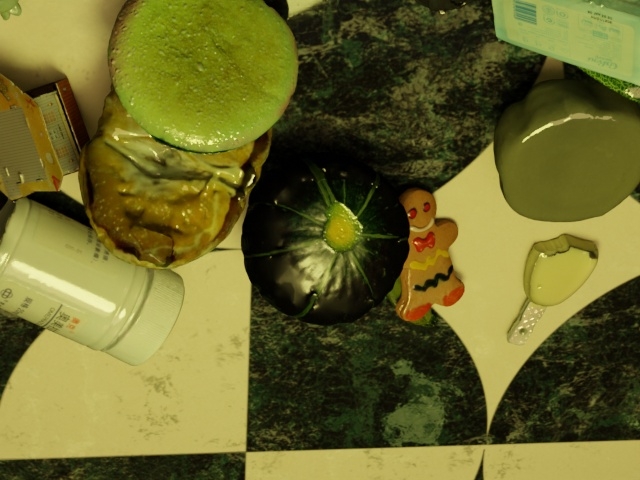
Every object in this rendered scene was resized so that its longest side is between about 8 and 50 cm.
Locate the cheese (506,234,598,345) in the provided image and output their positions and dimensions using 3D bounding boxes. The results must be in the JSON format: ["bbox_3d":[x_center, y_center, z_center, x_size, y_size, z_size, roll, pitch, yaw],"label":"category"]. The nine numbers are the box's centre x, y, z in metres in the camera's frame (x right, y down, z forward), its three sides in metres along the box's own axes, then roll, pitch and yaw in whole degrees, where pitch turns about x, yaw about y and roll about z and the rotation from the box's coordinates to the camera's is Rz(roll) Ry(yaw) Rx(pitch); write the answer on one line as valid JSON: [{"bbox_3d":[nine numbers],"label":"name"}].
[{"bbox_3d":[0.419,0.099,2.246,0.127,0.050,0.255,16,120,-17],"label":"cheese"}]

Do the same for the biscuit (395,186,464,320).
[{"bbox_3d":[0.185,0.024,2.133,0.165,0.036,0.250,-23,117,-25],"label":"biscuit"}]

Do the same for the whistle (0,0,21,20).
[{"bbox_3d":[-0.475,-0.431,1.756,0.110,0.092,0.244,18,121,-6],"label":"whistle"}]

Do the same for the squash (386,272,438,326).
[{"bbox_3d":[0.148,0.083,2.192,0.066,0.066,0.252,-25,123,10],"label":"squash"}]

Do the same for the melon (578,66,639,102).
[{"bbox_3d":[0.546,-0.295,1.930,0.265,0.169,0.129,16,119,-18],"label":"melon"}]

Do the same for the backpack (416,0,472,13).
[{"bbox_3d":[0.183,-0.469,1.802,0.206,0.133,0.258,-16,131,7],"label":"backpack"}]

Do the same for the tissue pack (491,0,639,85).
[{"bbox_3d":[0.396,-0.347,1.820,0.263,0.089,0.177,21,159,23],"label":"tissue pack"}]

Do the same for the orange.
[{"bbox_3d":[-0.236,-0.123,1.896,0.271,0.210,0.368,24,77,-5],"label":"orange"}]

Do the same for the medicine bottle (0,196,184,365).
[{"bbox_3d":[-0.417,0.072,2.040,0.332,0.190,0.190,28,116,-22],"label":"medicine bottle"}]

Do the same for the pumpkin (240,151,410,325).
[{"bbox_3d":[0.000,0.000,2.028,0.296,0.296,0.296,-3,124,-5],"label":"pumpkin"}]

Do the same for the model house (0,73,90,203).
[{"bbox_3d":[-0.452,-0.189,1.914,0.207,0.136,0.219,-8,105,43],"label":"model house"}]

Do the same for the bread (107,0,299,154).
[{"bbox_3d":[-0.181,-0.276,1.814,0.301,0.045,0.301,2,79,-11],"label":"bread"}]

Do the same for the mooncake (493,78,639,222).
[{"bbox_3d":[0.418,-0.156,2.003,0.275,0.135,0.275,-1,138,-1],"label":"mooncake"}]
